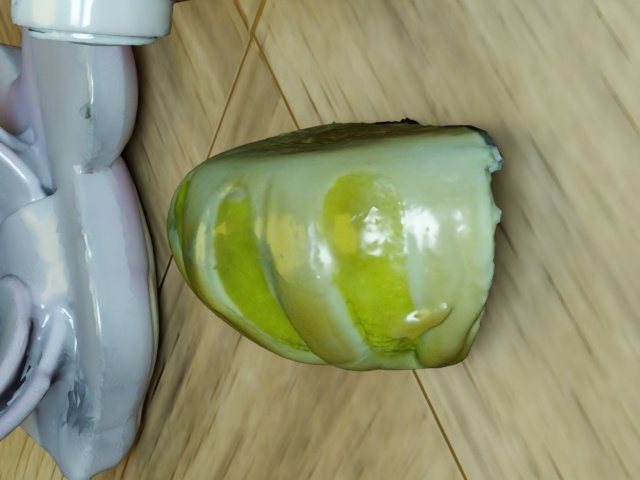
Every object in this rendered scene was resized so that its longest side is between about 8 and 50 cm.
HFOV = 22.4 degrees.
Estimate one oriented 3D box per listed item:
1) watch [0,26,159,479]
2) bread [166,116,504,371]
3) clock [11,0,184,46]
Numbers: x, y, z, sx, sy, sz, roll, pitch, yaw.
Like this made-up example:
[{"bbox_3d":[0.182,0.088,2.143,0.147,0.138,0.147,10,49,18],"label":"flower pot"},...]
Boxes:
[{"bbox_3d":[-0.196,-0.001,0.757,0.211,0.218,0.248,-36,62,59],"label":"watch"},{"bbox_3d":[0.000,0.000,0.516,0.157,0.094,0.083,6,95,55],"label":"bread"},{"bbox_3d":[-0.055,-0.175,0.446,0.142,0.227,0.241,-169,82,-64],"label":"clock"}]
